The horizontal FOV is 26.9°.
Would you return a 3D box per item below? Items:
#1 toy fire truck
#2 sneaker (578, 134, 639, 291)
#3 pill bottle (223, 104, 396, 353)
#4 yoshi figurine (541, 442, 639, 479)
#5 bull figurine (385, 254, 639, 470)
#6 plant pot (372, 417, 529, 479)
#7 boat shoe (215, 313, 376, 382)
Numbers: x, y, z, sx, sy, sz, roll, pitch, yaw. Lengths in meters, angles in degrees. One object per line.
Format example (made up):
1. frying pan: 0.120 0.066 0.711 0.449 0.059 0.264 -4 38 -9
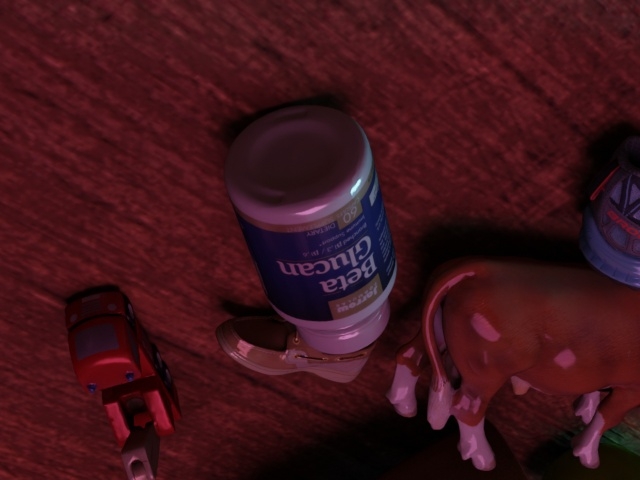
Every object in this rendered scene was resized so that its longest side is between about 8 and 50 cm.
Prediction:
1. toy fire truck: -0.130 0.141 0.971 0.047 0.135 0.192 -17 139 2
2. sneaker: 0.316 -0.038 0.933 0.261 0.104 0.125 -10 136 -6
3. pill bottle: 0.000 0.000 0.884 0.094 0.094 0.169 -16 139 1
4. yoshi figurine: 0.309 0.286 1.279 0.203 0.204 0.362 14 166 28
5. bull figurine: 0.202 0.083 1.024 0.310 0.101 0.188 8 122 -21
6. plant pot: 0.062 0.300 1.104 0.254 0.237 0.237 -20 139 -6
7. boat shoe: -0.016 0.072 0.999 0.135 0.050 0.045 11 130 -41
